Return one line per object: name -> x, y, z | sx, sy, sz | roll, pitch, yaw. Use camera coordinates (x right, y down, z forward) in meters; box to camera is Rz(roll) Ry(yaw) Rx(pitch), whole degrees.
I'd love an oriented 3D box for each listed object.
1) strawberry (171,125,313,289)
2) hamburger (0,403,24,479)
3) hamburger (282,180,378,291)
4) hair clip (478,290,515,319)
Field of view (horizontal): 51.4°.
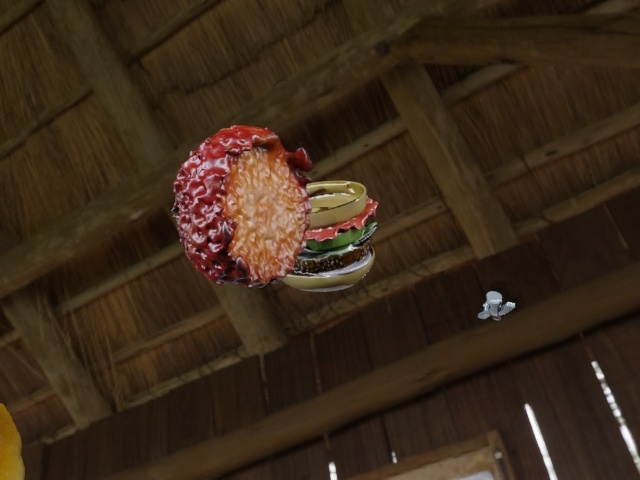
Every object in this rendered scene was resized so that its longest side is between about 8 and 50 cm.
strawberry -> -0.067, -0.027, 0.559 | 0.086, 0.145, 0.145 | 10, -29, 24
hamburger -> -0.459, 0.272, 0.668 | 0.290, 0.314, 0.170 | 9, -62, -11
hamburger -> 0.002, -0.001, 0.928 | 0.175, 0.175, 0.136 | -10, -67, -1
hair clip -> 0.227, 0.081, 0.862 | 0.030, 0.039, 0.115 | 3, -9, 6
